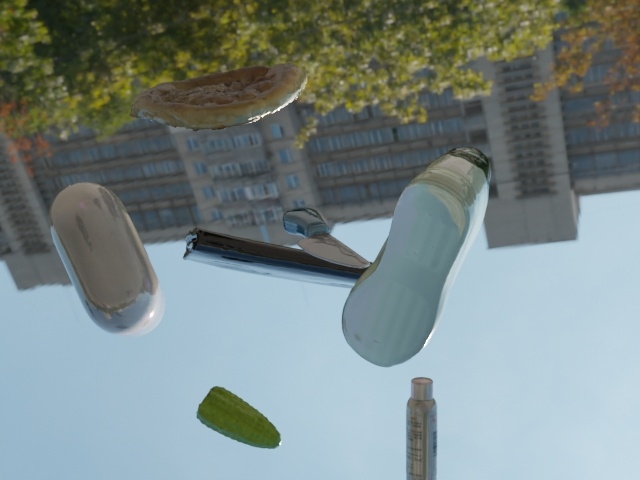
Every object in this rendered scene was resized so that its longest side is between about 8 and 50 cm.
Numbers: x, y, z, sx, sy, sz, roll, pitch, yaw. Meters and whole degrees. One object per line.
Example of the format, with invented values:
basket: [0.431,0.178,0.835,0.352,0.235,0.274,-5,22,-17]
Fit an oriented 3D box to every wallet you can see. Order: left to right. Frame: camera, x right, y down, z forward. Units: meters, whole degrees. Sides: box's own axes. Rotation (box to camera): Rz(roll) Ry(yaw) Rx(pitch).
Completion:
wallet: [-0.069,0.042,1.692,0.406,0.062,0.228,10,171,-14]

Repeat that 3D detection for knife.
knife: [-0.002,0.000,1.043,0.058,0.032,0.244,-5,-163,-15]

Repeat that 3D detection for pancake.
pancake: [-0.194,-0.282,1.605,0.356,0.065,0.356,-8,-160,3]

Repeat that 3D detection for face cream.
face cream: [0.252,0.472,2.067,0.082,0.269,0.082,0,-172,0]

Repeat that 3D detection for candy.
candy: [-0.181,0.412,1.895,0.209,0.096,0.097,27,-142,12]

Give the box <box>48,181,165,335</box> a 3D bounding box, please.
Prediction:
box: [-0.398,0.045,1.582,0.141,0.288,0.349,-23,176,-10]

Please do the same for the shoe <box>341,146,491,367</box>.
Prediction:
shoe: [0.103,0.019,0.837,0.095,0.265,0.110,31,-134,10]
